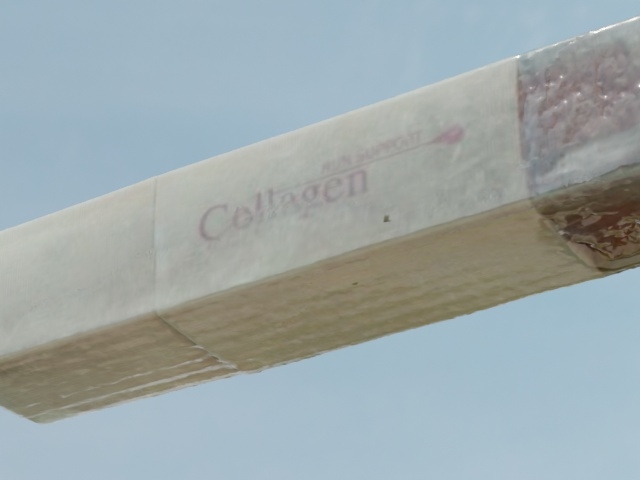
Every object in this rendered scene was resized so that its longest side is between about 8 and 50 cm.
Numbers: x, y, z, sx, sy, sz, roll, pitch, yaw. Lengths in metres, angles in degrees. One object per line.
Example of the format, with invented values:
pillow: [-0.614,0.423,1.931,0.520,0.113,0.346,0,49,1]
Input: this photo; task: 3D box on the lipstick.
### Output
lipstick: [0.000,0.000,0.874,0.371,0.076,0.080,-17,-33,26]
